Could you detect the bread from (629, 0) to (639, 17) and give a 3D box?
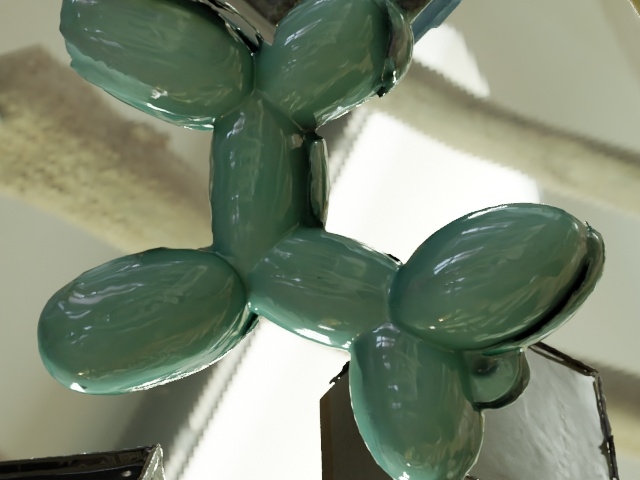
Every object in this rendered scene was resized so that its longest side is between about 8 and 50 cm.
[{"bbox_3d":[0.215,-0.190,1.114,0.305,0.142,0.091,54,-149,-8],"label":"bread"}]

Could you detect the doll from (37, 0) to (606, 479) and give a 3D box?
[{"bbox_3d":[0.000,0.000,0.562,0.059,0.159,0.159,58,-151,-81],"label":"doll"}]

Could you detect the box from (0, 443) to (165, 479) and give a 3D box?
[{"bbox_3d":[-0.210,0.249,1.032,0.345,0.251,0.204,-84,-11,-84],"label":"box"}]

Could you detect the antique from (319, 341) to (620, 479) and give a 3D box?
[{"bbox_3d":[0.086,0.143,1.236,0.147,0.148,0.152,26,-143,-24],"label":"antique"}]

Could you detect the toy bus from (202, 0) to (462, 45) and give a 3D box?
[{"bbox_3d":[-0.053,-0.198,0.874,0.297,0.131,0.106,39,-156,-5],"label":"toy bus"}]
